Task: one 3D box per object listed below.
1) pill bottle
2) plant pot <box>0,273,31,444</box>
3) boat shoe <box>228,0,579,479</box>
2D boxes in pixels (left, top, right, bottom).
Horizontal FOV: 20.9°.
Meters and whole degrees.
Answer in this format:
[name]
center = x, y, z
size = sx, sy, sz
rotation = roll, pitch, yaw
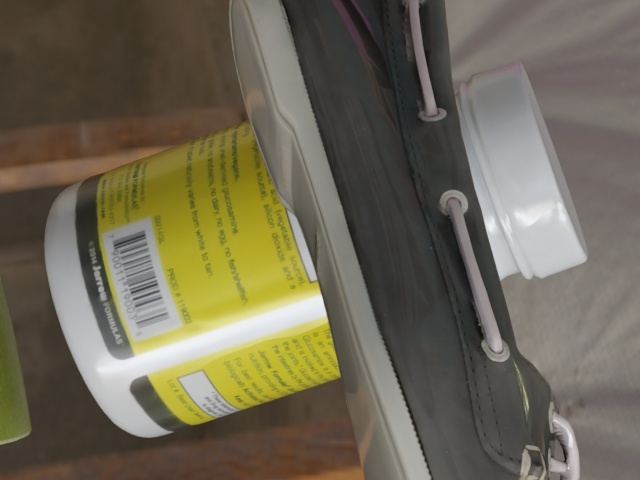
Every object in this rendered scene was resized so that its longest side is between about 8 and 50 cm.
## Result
[pill bottle]
center = 0.000, 0.000, 1.174
size = 0.334, 0.188, 0.188
rotation = -18, -133, 10
[plant pot]
center = -0.349, -0.002, 1.241
size = 0.275, 0.275, 0.293
rotation = -1, -90, -3
[boat shoe]
center = 0.049, 0.024, 0.671
size = 0.095, 0.112, 0.335
rotation = -14, -114, -9
